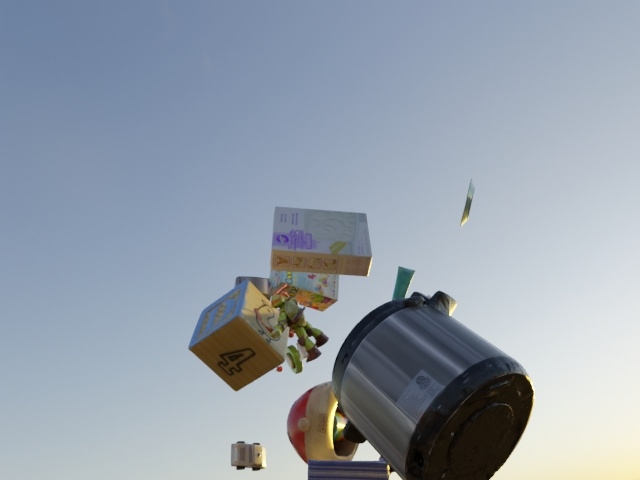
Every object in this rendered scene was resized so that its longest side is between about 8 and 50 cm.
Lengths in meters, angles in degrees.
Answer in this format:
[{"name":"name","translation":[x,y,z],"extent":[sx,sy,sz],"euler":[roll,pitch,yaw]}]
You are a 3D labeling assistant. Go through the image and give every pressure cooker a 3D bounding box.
[{"name":"pressure cooker","translation":[0.236,0.338,1.250],"extent":[0.369,0.420,0.376],"euler":[-21,-58,-26]}]

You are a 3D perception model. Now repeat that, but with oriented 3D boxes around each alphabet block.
[{"name":"alphabet block","translation":[-0.225,0.269,1.489],"extent":[0.193,0.192,0.197],"euler":[-34,-68,19]}]

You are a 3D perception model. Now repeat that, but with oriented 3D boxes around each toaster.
[{"name":"toaster","translation":[-0.313,0.248,2.402],"extent":[0.168,0.110,0.186],"euler":[5,-49,-15]}]

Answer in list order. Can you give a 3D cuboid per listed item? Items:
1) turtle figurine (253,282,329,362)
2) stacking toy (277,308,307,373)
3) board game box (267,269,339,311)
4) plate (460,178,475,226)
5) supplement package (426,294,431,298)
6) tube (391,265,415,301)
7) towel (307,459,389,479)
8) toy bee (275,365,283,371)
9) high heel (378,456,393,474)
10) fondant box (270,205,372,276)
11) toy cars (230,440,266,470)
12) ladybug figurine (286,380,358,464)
[{"name":"turtle figurine","translation":[-0.068,0.219,1.464],"extent":[0.087,0.269,0.217],"euler":[-38,-82,15]},{"name":"stacking toy","translation":[-0.180,0.453,2.297],"extent":[0.130,0.280,0.309],"euler":[-16,-26,-23]},{"name":"board game box","translation":[-0.073,0.188,2.276],"extent":[0.275,0.144,0.142],"euler":[21,-37,-22]},{"name":"plate","translation":[0.550,-0.137,1.946],"extent":[0.024,0.188,0.188],"euler":[13,-26,14]},{"name":"supplement package","translation":[0.435,0.384,2.381],"extent":[0.244,0.139,0.134],"euler":[-35,-21,-8]},{"name":"tube","translation":[0.369,0.225,2.403],"extent":[0.080,0.207,0.052],"euler":[13,10,-8]},{"name":"towel","translation":[0.084,0.806,1.508],"extent":[0.243,0.336,0.040],"euler":[-1,-7,3]},{"name":"toy bee","translation":[-0.206,0.397,1.799],"extent":[0.298,0.162,0.195],"euler":[-30,-8,4]},{"name":"high heel","translation":[0.415,0.943,2.313],"extent":[0.377,0.127,0.181],"euler":[-23,-8,26]},{"name":"fondant box","translation":[0.000,0.000,1.783],"extent":[0.330,0.238,0.096],"euler":[3,-51,-4]},{"name":"toy cars","translation":[-0.207,0.906,2.015],"extent":[0.087,0.176,0.394],"euler":[-21,-74,25]},{"name":"ladybug figurine","translation":[0.011,0.635,1.799],"extent":[0.161,0.305,0.449],"euler":[-2,-24,23]}]
